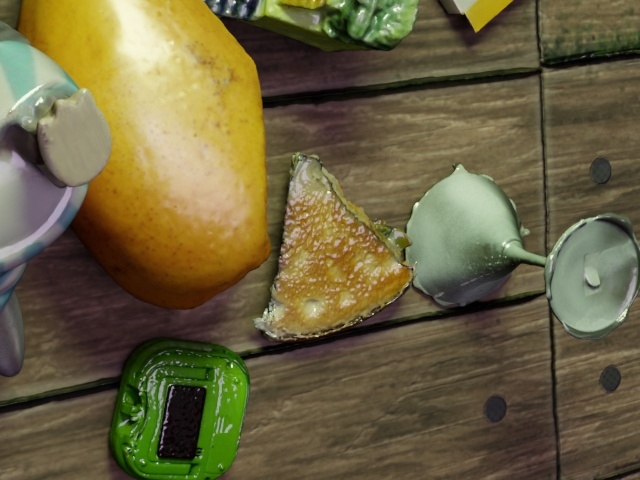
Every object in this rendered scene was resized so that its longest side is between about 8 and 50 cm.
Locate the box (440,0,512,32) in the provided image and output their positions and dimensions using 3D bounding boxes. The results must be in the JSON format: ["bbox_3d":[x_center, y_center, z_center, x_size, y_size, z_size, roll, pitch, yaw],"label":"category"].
[{"bbox_3d":[0.131,-0.345,1.292,0.129,0.033,0.247,-42,115,-17],"label":"box"}]

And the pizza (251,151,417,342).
[{"bbox_3d":[0.000,0.000,1.265,0.185,0.052,0.195,-22,112,-16],"label":"pizza"}]

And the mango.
[{"bbox_3d":[-0.148,-0.109,1.095,0.199,0.201,0.350,-42,111,-53],"label":"mango"}]

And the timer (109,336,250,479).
[{"bbox_3d":[-0.133,0.166,1.221,0.128,0.047,0.140,10,93,-29],"label":"timer"}]

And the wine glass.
[{"bbox_3d":[0.204,0.016,1.274,0.156,0.232,0.156,-5,101,-27],"label":"wine glass"}]

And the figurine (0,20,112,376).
[{"bbox_3d":[-0.267,-0.016,0.969,0.266,0.361,0.377,-40,141,-18],"label":"figurine"}]

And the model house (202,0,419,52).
[{"bbox_3d":[-0.029,-0.284,1.139,0.212,0.170,0.193,11,95,-29],"label":"model house"}]
